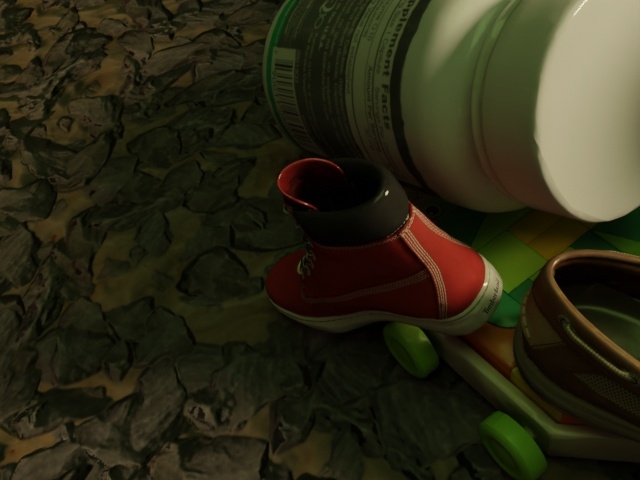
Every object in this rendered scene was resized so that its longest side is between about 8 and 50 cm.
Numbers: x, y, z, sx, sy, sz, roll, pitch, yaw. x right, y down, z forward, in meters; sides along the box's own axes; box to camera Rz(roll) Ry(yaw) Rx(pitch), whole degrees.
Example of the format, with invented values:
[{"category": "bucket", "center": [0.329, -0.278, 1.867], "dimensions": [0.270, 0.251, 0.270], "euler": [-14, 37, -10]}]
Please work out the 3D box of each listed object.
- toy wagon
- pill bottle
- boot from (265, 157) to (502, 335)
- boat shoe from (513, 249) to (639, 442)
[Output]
[{"category": "toy wagon", "center": [0.182, 0.032, 0.623], "dimensions": [0.267, 0.068, 0.344], "euler": [-34, 52, -17]}, {"category": "pill bottle", "center": [0.113, -0.139, 0.620], "dimensions": [0.204, 0.204, 0.361], "euler": [-36, 31, -17]}, {"category": "boot", "center": [0.000, 0.000, 0.572], "dimensions": [0.244, 0.176, 0.088], "euler": [-5, 54, 50]}, {"category": "boat shoe", "center": [0.272, 0.092, 0.425], "dimensions": [0.324, 0.116, 0.123], "euler": [17, 56, 26]}]
